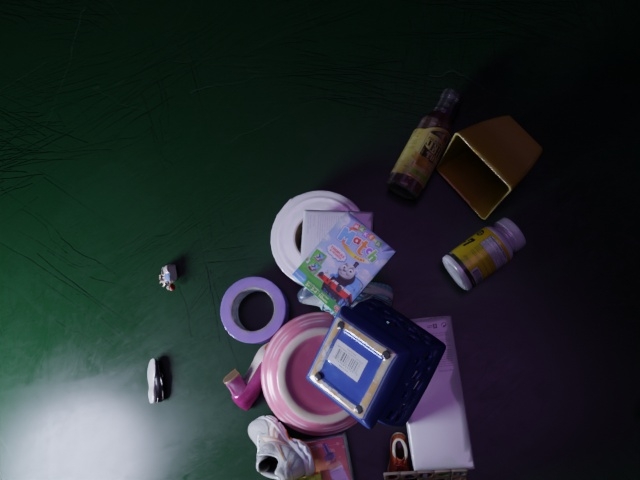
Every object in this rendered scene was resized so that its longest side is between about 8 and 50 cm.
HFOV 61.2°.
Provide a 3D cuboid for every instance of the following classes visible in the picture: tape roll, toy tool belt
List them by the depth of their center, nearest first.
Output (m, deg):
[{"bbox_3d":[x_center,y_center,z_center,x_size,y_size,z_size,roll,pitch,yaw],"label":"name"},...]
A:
[{"bbox_3d":[-0.187,0.203,1.564,0.188,0.080,0.189,-1,77,5],"label":"tape roll"},{"bbox_3d":[0.000,0.000,1.579,0.286,0.100,0.286,-1,78,7],"label":"tape roll"},{"bbox_3d":[-0.462,0.114,1.636,0.051,0.052,0.083,-19,70,34],"label":"toy tool belt"}]

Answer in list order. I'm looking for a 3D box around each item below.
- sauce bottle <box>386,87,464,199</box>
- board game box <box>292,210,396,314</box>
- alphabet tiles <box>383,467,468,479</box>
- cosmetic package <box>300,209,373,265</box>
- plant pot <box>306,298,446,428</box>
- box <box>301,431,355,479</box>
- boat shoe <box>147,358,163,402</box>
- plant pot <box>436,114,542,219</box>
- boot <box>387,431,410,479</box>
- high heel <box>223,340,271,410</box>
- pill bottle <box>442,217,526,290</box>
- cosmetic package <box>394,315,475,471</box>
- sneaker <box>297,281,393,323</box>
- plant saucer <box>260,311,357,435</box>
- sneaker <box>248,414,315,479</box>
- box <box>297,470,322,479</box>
[{"bbox_3d":[0.317,-0.291,1.602,0.111,0.111,0.344,27,83,11],"label":"sauce bottle"},{"bbox_3d":[0.058,0.058,1.335,0.160,0.039,0.211,40,87,10],"label":"board game box"},{"bbox_3d":[0.261,0.618,1.352,0.198,0.237,0.009,-5,48,5],"label":"alphabet tiles"},{"bbox_3d":[0.050,0.009,1.441,0.183,0.151,0.152,2,80,7],"label":"cosmetic package"},{"bbox_3d":[0.118,0.287,1.274,0.236,0.212,0.236,31,101,32],"label":"plant pot"},{"bbox_3d":[0.019,0.613,1.442,0.130,0.091,0.171,-13,77,4],"label":"box"},{"bbox_3d":[-0.475,0.407,1.572,0.046,0.038,0.125,-27,64,43],"label":"boat shoe"},{"bbox_3d":[0.489,-0.225,1.529,0.187,0.212,0.212,-36,76,-15],"label":"plant pot"},{"bbox_3d":[0.207,0.594,1.430,0.059,0.084,0.158,-3,79,4],"label":"boot"},{"bbox_3d":[-0.149,0.373,1.539,0.244,0.082,0.117,-36,112,-18],"label":"high heel"},{"bbox_3d":[0.457,0.035,1.509,0.208,0.119,0.119,-35,76,-3],"label":"pill bottle"},{"bbox_3d":[0.290,0.391,1.410,0.155,0.197,0.366,-6,75,6],"label":"cosmetic package"},{"bbox_3d":[0.077,0.173,1.469,0.282,0.110,0.122,5,60,-19],"label":"sneaker"},{"bbox_3d":[0.005,0.361,1.466,0.332,0.084,0.332,1,81,-7],"label":"plant saucer"},{"bbox_3d":[-0.133,0.541,1.402,0.121,0.262,0.099,-15,105,-36],"label":"sneaker"},{"bbox_3d":[-0.046,0.608,1.284,0.087,0.232,0.058,-16,76,5],"label":"box"}]
